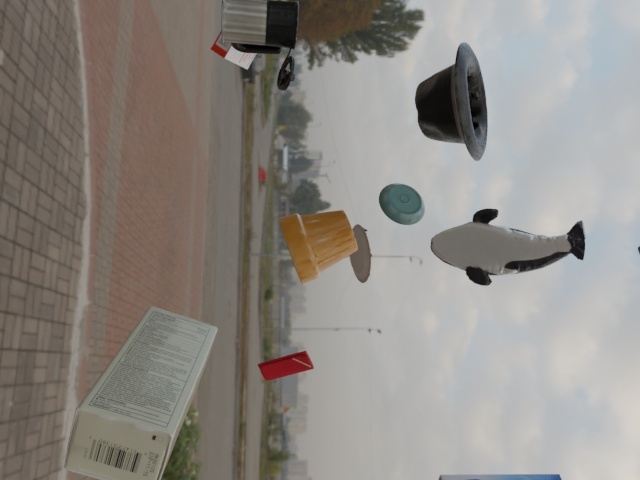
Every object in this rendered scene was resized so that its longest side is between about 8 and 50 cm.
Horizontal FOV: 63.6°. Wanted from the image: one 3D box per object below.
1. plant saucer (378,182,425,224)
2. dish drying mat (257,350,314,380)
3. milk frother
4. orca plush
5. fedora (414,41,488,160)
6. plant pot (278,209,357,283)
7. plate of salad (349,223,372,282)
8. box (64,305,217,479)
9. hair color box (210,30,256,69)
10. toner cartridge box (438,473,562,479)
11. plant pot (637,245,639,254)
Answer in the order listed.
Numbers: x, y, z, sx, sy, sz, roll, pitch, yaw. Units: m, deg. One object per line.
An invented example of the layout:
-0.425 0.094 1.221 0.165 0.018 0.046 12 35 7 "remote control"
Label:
0.199 -0.093 1.237 0.021 0.119 0.119 116 -24 -57 "plant saucer"
-0.052 0.188 0.769 0.032 0.083 0.008 65 21 -15 "dish drying mat"
-0.110 -0.355 0.931 0.129 0.135 0.143 104 -14 -58 "milk frother"
0.377 0.009 1.042 0.102 0.287 0.151 14 62 -59 "orca plush"
0.340 -0.351 1.360 0.334 0.152 0.334 17 70 -61 "fedora"
0.000 0.000 1.505 0.205 0.188 0.205 160 -90 -89 "plant pot"
0.142 0.044 1.743 0.200 0.048 0.200 175 -90 -75 "plate of salad"
-0.288 0.250 0.882 0.311 0.148 0.121 -83 -168 -70 "box"
-0.232 -0.547 1.450 0.093 0.053 0.167 -55 172 14 "hair color box"
0.503 0.726 1.392 0.165 0.348 0.075 -96 -171 -57 "toner cartridge box"
0.836 0.025 1.108 0.234 0.165 0.165 -29 -105 60 "plant pot"
